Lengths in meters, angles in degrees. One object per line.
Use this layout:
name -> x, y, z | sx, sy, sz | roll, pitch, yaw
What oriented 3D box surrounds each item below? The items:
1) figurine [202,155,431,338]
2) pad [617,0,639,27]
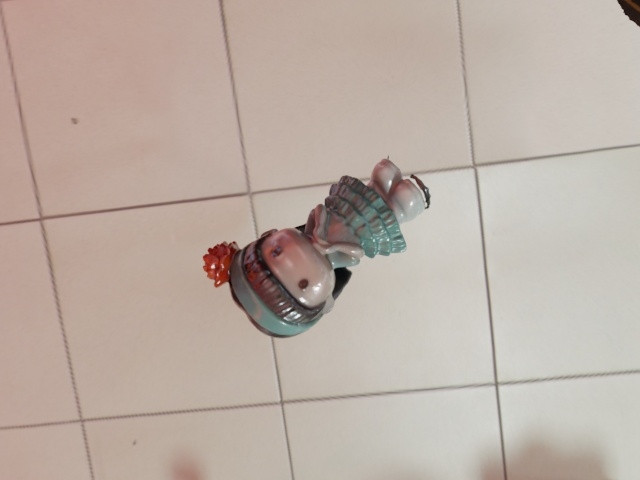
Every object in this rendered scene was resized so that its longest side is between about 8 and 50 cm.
figurine -> 0.000, 0.000, 0.365 | 0.106, 0.047, 0.060 | -38, 83, -9
pad -> 0.396, -0.257, 0.526 | 0.375, 0.063, 0.315 | -39, 63, 1
